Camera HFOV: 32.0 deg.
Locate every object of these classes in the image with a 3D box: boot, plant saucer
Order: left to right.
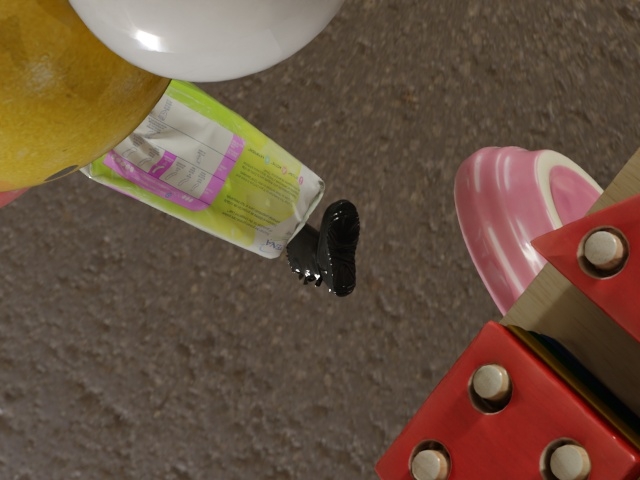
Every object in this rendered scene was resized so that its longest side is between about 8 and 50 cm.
[{"bbox_3d":[0.000,0.000,1.265,0.045,0.099,0.121,-15,117,-29],"label":"boot"},{"bbox_3d":[0.279,0.028,1.206,0.084,0.332,0.332,-36,104,29],"label":"plant saucer"}]

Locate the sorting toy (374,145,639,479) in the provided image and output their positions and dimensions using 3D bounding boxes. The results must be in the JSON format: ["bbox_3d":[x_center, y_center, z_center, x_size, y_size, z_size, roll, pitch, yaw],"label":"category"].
[{"bbox_3d":[0.166,0.084,0.449,0.255,0.089,0.257,-54,53,14],"label":"sorting toy"}]

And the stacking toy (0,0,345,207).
[{"bbox_3d":[-0.183,-0.128,0.528,0.479,0.350,0.351,3,117,42],"label":"stacking toy"}]

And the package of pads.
[{"bbox_3d":[-0.148,-0.104,0.980,0.229,0.296,0.101,38,95,31],"label":"package of pads"}]
